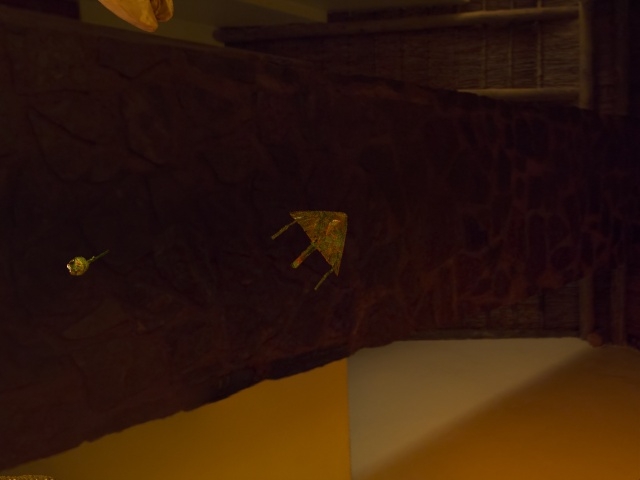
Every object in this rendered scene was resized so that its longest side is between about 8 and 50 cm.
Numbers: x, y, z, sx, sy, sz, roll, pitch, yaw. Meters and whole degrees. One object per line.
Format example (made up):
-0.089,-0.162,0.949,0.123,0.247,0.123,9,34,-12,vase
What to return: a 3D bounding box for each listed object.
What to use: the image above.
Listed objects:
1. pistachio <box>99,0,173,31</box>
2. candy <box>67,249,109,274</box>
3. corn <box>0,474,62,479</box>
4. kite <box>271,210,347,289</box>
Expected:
-0.535,-0.705,1.269,0.214,0.193,0.318,-8,-54,53,pistachio
-0.475,0.039,0.996,0.035,0.123,0.035,42,-70,-2,candy
-0.577,0.453,0.831,0.101,0.291,0.101,-12,-115,27,corn
0.000,0.000,0.969,0.183,0.160,0.010,53,-12,-29,kite
